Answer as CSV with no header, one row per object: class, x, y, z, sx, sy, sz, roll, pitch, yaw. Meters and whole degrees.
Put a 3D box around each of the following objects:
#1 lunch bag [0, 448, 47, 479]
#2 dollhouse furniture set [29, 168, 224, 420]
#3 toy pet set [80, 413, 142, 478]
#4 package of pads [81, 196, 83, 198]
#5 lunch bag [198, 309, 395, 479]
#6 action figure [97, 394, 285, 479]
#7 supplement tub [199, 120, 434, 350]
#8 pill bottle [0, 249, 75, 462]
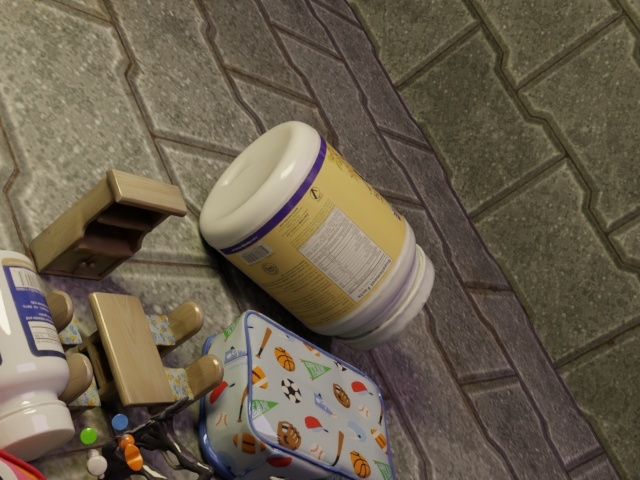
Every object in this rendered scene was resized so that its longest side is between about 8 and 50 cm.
lunch bag,-0.338,0.216,0.622,0.293,0.120,0.258,43,24,-30
dollhouse furniture set,-0.216,0.068,0.960,0.212,0.161,0.242,13,47,-55
toy pet set,-0.230,0.239,0.805,0.122,0.065,0.114,-21,93,-21
package of pads,-0.281,-0.026,1.120,0.083,0.032,0.050,61,23,14
lunch bag,-0.026,0.239,1.142,0.303,0.115,0.243,36,28,-33
action figure,-0.113,0.303,0.873,0.275,0.141,0.164,55,23,9
supplement tub,0.000,0.000,1.336,0.331,0.241,0.241,42,27,-24
pill bottle,-0.305,0.114,0.804,0.112,0.112,0.186,9,50,-57
